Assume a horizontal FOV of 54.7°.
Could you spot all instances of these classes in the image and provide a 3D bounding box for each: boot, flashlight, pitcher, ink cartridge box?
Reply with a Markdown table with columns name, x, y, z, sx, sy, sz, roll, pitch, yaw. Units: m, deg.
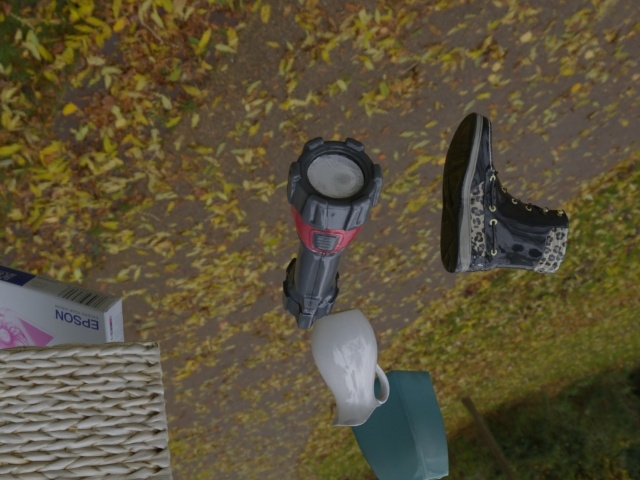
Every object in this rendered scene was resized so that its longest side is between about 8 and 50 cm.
| name | x | y | z | sx | sy | sz | roll | pitch | yaw |
| --- | --- | --- | --- | --- | --- | --- | --- | --- | --- |
| boot | 0.278 | -0.063 | 0.927 | 0.178 | 0.237 | 0.085 | 5 | 180 | -12 |
| flashlight | 0.000 | 0.000 | 0.773 | 0.103 | 0.103 | 0.304 | -31 | 160 | -21 |
| pitcher | 0.068 | 0.237 | 1.214 | 0.125 | 0.207 | 0.177 | -15 | 176 | 34 |
| ink cartridge box | -0.565 | 0.229 | 1.294 | 0.071 | 0.324 | 0.330 | -55 | 155 | -61 |

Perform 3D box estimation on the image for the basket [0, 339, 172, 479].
| name | x | y | z | sx | sy | sz | roll | pitch | yaw |
| --- | --- | --- | --- | --- | --- | --- | --- | --- | --- |
| basket | -0.400 | 0.333 | 0.968 | 0.331 | 0.267 | 0.328 | 0 | 151 | -17 |

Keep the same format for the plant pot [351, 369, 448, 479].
| name | x | y | z | sx | sy | sz | roll | pitch | yaw |
| --- | --- | --- | --- | --- | --- | --- | --- | --- | --- |
| plant pot | 0.183 | 0.439 | 1.412 | 0.165 | 0.234 | 0.165 | -34 | 149 | 30 |
